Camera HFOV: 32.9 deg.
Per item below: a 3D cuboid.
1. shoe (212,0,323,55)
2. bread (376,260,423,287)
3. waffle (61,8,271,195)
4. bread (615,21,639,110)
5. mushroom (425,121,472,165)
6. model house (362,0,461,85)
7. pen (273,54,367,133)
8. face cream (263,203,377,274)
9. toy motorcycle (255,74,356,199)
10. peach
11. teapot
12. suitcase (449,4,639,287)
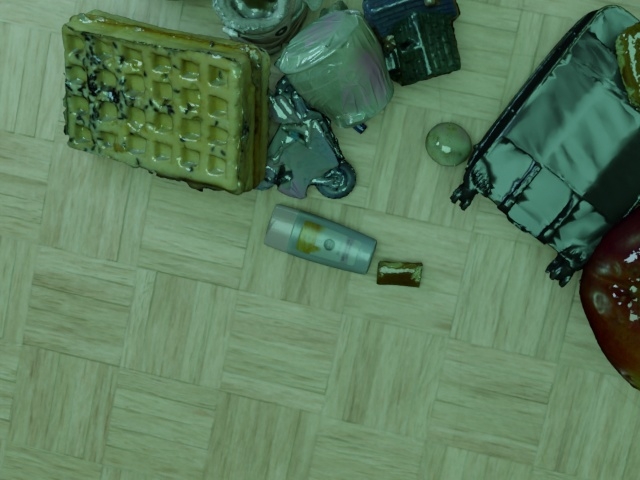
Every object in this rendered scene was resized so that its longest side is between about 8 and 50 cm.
[{"bbox_3d":[-0.053,-0.477,1.842,0.172,0.198,0.350,26,101,2],"label":"shoe"},{"bbox_3d":[0.143,0.060,1.964,0.083,0.036,0.046,4,106,7],"label":"bread"},{"bbox_3d":[-0.272,-0.245,1.873,0.376,0.114,0.260,17,123,22],"label":"waffle"},{"bbox_3d":[0.523,-0.272,1.656,0.128,0.069,0.140,-16,96,6],"label":"bread"},{"bbox_3d":[0.225,-0.166,1.905,0.084,0.083,0.067,24,144,5],"label":"mushroom"},{"bbox_3d":[0.160,-0.362,1.838,0.167,0.172,0.182,-16,95,9],"label":"model house"},{"bbox_3d":[0.001,-0.262,1.949,0.204,0.025,0.025,40,101,2],"label":"pen"},{"bbox_3d":[0.000,0.000,1.966,0.198,0.057,0.084,18,99,5],"label":"face cream"},{"bbox_3d":[-0.066,-0.162,1.929,0.204,0.108,0.239,-21,94,11],"label":"toy motorcycle"},{"bbox_3d":[0.616,0.108,1.731,0.353,0.417,0.339,44,108,24],"label":"peach"},{"bbox_3d":[0.031,-0.288,1.841,0.163,0.221,0.178,-35,117,2],"label":"teapot"},{"bbox_3d":[0.445,-0.166,1.807,0.283,0.194,0.434,37,101,0],"label":"suitcase"}]
